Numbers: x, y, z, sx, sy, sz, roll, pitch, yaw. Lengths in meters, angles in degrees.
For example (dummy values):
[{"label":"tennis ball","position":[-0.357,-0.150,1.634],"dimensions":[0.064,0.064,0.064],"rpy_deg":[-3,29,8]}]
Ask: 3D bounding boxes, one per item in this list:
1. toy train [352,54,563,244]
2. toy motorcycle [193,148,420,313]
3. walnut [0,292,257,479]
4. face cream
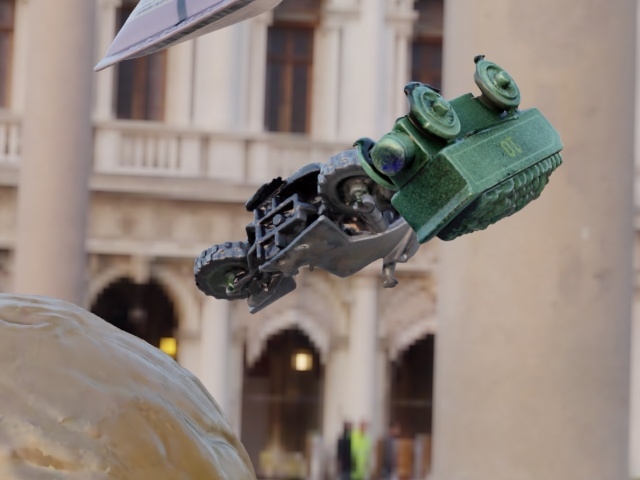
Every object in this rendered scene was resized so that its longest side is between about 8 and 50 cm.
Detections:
[{"label":"toy train","position":[0.093,-0.056,1.181],"dimensions":[0.070,0.099,0.172],"rpy_deg":[-45,-10,33]},{"label":"toy motorcycle","position":[0.000,0.000,1.901],"dimensions":[0.159,0.106,0.270],"rpy_deg":[25,-46,-36]},{"label":"walnut","position":[-0.136,0.134,0.860],"dimensions":[0.228,0.228,0.228],"rpy_deg":[2,-5,0]},{"label":"face cream","position":[-0.080,-0.211,1.508],"dimensions":[0.154,0.096,0.274],"rpy_deg":[-20,17,21]}]
